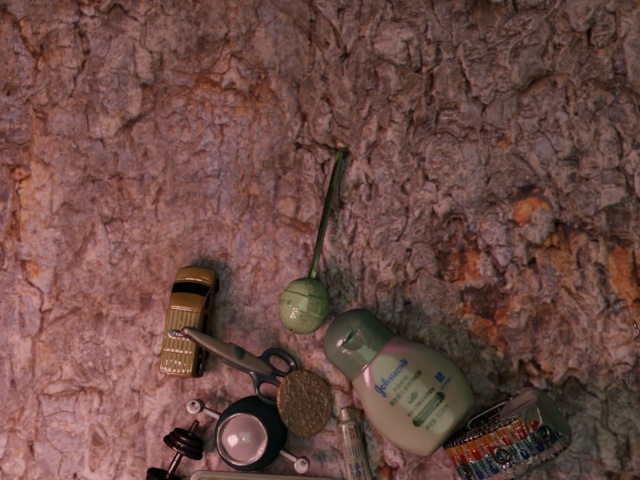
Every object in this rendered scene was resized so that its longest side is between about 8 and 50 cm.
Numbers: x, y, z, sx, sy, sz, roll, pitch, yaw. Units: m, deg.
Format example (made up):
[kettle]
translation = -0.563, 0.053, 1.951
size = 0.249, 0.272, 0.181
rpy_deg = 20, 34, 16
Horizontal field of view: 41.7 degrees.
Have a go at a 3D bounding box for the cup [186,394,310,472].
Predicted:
[cup]
translation = -0.158, 0.424, 1.834
size = 0.299, 0.173, 0.168
rpy_deg = 26, 84, 8

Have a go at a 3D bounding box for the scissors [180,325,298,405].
[scissors]
translation = -0.180, 0.259, 1.853
size = 0.289, 0.041, 0.138
rpy_deg = 30, 51, -18

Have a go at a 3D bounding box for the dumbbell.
[dumbbell]
translation = -0.324, 0.496, 1.874
size = 0.099, 0.099, 0.209
rpy_deg = 27, 86, 7

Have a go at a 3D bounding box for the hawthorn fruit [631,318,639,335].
[hawthorn fruit]
translation = 0.800, 0.325, 1.764
size = 0.231, 0.263, 0.235
rpy_deg = 13, 93, -30

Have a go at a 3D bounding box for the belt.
[belt]
translation = 0.396, 0.421, 1.776
size = 0.257, 0.207, 0.150
rpy_deg = -31, 84, 8

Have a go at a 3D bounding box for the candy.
[candy]
translation = 0.000, 0.000, 1.922
size = 0.119, 0.119, 0.440
rpy_deg = 13, 77, 6

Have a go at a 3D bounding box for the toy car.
[toy car]
translation = -0.299, 0.182, 1.900
size = 0.101, 0.124, 0.257
rpy_deg = 7, 84, 4

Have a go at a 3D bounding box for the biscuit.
[biscuit]
translation = -0.036, 0.361, 1.870
size = 0.152, 0.020, 0.152
rpy_deg = 13, 66, -31

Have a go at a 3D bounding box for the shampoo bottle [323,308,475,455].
[shampoo bottle]
translation = 0.157, 0.294, 1.839
size = 0.349, 0.151, 0.222
rpy_deg = 42, 89, 9

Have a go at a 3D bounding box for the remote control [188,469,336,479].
[remote control]
translation = -0.123, 0.570, 1.821
size = 0.335, 0.065, 0.128
rpy_deg = 8, 78, -15

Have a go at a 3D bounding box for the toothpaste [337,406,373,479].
[toothpaste]
translation = 0.082, 0.504, 1.869
size = 0.069, 0.047, 0.269
rpy_deg = -11, 84, -16
